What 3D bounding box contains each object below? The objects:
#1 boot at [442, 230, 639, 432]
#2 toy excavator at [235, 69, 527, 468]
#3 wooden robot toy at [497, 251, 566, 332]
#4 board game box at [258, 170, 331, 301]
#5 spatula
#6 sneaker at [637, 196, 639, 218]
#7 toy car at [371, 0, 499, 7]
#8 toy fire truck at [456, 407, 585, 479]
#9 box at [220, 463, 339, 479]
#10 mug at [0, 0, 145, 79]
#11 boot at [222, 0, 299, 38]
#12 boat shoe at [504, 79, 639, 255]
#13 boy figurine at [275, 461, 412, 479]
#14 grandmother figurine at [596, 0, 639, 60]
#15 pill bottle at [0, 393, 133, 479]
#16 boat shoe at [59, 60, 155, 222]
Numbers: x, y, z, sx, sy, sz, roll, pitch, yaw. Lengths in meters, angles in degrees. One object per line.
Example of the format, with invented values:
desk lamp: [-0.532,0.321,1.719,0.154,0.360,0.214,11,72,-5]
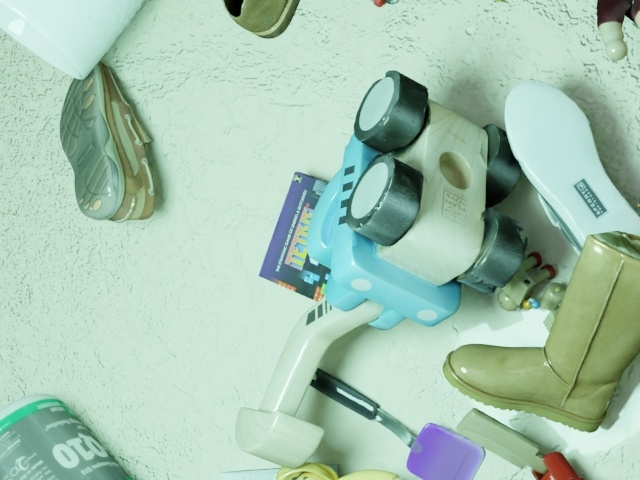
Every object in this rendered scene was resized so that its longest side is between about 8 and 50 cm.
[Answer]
boot: [0.306,0.099,1.664,0.236,0.089,0.269,16,123,-3]
toy excavator: [0.057,0.058,1.799,0.445,0.222,0.433,-39,34,46]
wooden robot toy: [0.278,0.071,1.790,0.173,0.076,0.079,48,142,23]
board game box: [0.000,0.000,1.942,0.141,0.048,0.170,21,95,27]
spatula: [0.093,0.260,1.876,0.296,0.030,0.084,30,101,27]
sneaker: [0.490,-0.096,1.678,0.221,0.087,0.083,-56,31,-2]
toy car: [0.171,-0.455,1.891,0.239,0.053,0.225,3,87,28]
toy fire truck: [0.260,0.358,1.723,0.217,0.158,0.246,-44,55,18]
box: [-0.057,0.409,1.938,0.186,0.038,0.145,-9,80,26]
mug: [-0.406,-0.475,2.098,0.328,0.276,0.374,-54,32,-8]
boot: [-0.062,-0.464,1.985,0.112,0.115,0.305,20,94,30]
boat shoe: [0.336,-0.070,1.736,0.108,0.102,0.301,-32,78,-9]
boy figurine: [0.062,0.391,1.823,0.285,0.092,0.177,37,102,12]
grandmother figurine: [0.443,-0.306,1.684,0.208,0.104,0.342,-23,57,-22]
pill bottle: [-0.377,0.424,2.015,0.361,0.204,0.204,42,105,25]
boat shoe: [-0.337,-0.154,2.104,0.123,0.116,0.324,-42,48,35]
